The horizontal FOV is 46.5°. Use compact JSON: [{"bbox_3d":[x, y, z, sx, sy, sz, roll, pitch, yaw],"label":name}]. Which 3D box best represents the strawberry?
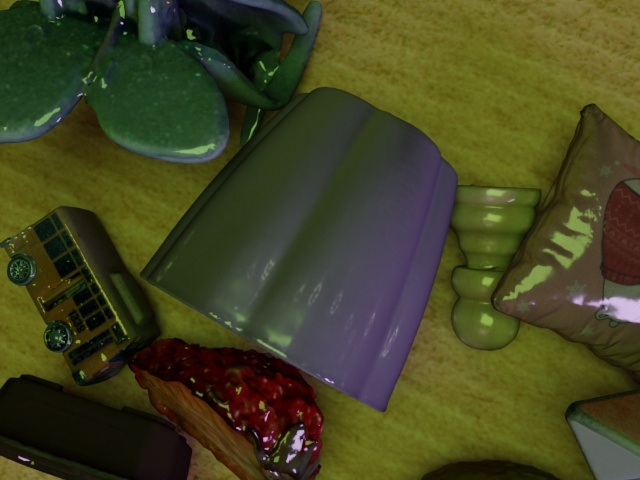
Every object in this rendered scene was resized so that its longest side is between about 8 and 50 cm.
[{"bbox_3d":[-0.088,0.160,0.777,0.237,0.190,0.111,28,59,29],"label":"strawberry"}]

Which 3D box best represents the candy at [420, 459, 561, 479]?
[{"bbox_3d":[0.176,0.346,0.733,0.260,0.118,0.259,0,88,6],"label":"candy"}]

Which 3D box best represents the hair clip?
[{"bbox_3d":[-0.175,-0.226,0.746,0.319,0.238,0.391,16,90,10],"label":"hair clip"}]

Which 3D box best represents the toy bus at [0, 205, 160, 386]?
[{"bbox_3d":[-0.259,0.059,0.827,0.103,0.091,0.182,-32,82,7],"label":"toy bus"}]

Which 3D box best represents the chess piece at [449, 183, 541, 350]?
[{"bbox_3d":[0.171,0.027,0.767,0.094,0.094,0.170,4,97,9],"label":"chess piece"}]

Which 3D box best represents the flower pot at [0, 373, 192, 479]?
[{"bbox_3d":[-0.245,0.215,0.793,0.251,0.178,0.084,16,65,10],"label":"flower pot"}]

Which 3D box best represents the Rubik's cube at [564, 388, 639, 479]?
[{"bbox_3d":[0.378,0.229,0.651,0.233,0.229,0.228,-20,69,22],"label":"Rubik's cube"}]

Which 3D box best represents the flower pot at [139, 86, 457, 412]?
[{"bbox_3d":[0.000,0.000,0.725,0.265,0.265,0.243,28,79,9],"label":"flower pot"}]

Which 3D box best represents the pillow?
[{"bbox_3d":[0.304,0.013,0.724,0.236,0.084,0.223,26,88,-13],"label":"pillow"}]
